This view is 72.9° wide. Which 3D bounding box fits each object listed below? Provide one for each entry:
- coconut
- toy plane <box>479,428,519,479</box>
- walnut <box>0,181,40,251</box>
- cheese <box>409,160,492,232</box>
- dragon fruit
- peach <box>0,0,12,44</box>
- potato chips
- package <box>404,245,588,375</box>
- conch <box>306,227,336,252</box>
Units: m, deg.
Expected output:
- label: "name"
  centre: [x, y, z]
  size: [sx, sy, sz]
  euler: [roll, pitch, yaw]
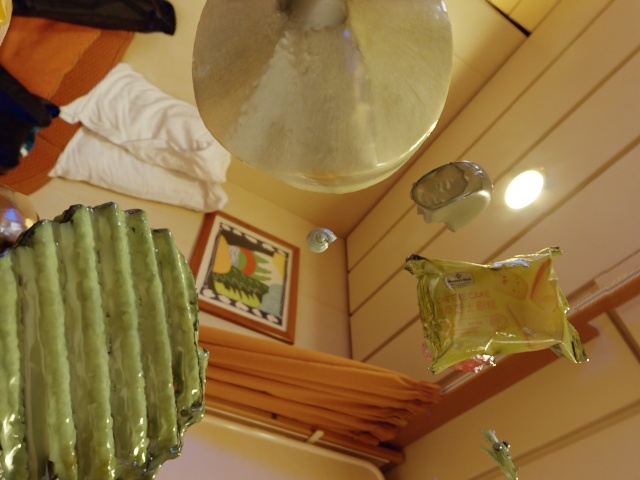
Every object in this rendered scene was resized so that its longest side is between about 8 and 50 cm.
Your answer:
- label: "coconut"
  centre: [0.004, -0.203, 0.532]
  size: [0.323, 0.323, 0.322]
  euler: [-49, -155, 33]
- label: "toy plane"
  centre: [0.384, 0.455, 0.923]
  size: [0.040, 0.103, 0.111]
  euler: [-58, -141, 28]
- label: "walnut"
  centre: [-0.574, -0.010, 0.713]
  size: [0.336, 0.209, 0.208]
  euler: [38, -78, 44]
- label: "cheese"
  centre: [0.303, -0.091, 0.988]
  size: [0.176, 0.202, 0.090]
  euler: [-24, -121, 10]
- label: "dragon fruit"
  centre: [0.270, 0.188, 0.766]
  size: [0.153, 0.111, 0.153]
  euler: [-48, 178, -2]
- label: "peach"
  centre: [-0.276, -0.178, 0.272]
  size: [0.138, 0.138, 0.138]
  euler: [-49, -155, 33]
- label: "potato chips"
  centre: [-0.326, 0.149, 0.634]
  size: [0.070, 0.359, 0.428]
  euler: [-15, -100, 42]
- label: "package"
  centre: [0.235, 0.088, 0.582]
  size: [0.090, 0.227, 0.168]
  euler: [91, -8, -74]
- label: "conch"
  centre: [-0.001, -0.004, 1.058]
  size: [0.076, 0.056, 0.085]
  euler: [-28, -172, -17]
